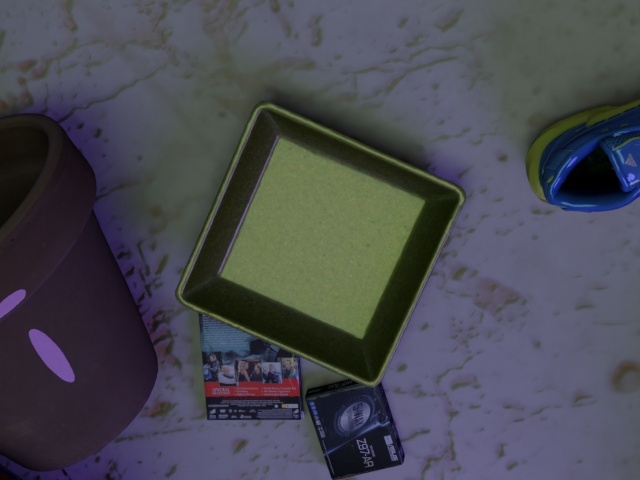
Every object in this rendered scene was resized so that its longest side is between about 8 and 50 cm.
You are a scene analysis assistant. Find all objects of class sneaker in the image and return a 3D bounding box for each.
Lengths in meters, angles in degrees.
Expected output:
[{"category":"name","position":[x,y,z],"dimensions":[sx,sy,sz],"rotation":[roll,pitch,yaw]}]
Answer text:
[{"category":"sneaker","position":[0.275,-0.076,1.371],"dimensions":[0.240,0.126,0.091],"rotation":[-25,104,15]}]

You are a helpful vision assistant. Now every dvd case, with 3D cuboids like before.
[{"category":"dvd case","position":[-0.061,0.100,1.535],"dimensions":[0.087,0.013,0.119],"rotation":[-2,109,8]}]

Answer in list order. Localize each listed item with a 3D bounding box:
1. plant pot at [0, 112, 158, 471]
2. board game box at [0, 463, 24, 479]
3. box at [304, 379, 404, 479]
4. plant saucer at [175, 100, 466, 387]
[{"category":"plant pot","position":[-0.257,0.065,1.446],"dimensions":[0.263,0.263,0.229],"rotation":[-26,120,15]},{"category":"board game box","position":[-0.320,0.211,1.487],"dimensions":[0.347,0.233,0.078],"rotation":[36,83,-5]},{"category":"box","position":[0.030,0.163,1.541],"dimensions":[0.067,0.018,0.083],"rotation":[-14,106,12]},{"category":"plant saucer","position":[0.000,0.000,1.470],"dimensions":[0.188,0.045,0.188],"rotation":[24,104,-1]}]
